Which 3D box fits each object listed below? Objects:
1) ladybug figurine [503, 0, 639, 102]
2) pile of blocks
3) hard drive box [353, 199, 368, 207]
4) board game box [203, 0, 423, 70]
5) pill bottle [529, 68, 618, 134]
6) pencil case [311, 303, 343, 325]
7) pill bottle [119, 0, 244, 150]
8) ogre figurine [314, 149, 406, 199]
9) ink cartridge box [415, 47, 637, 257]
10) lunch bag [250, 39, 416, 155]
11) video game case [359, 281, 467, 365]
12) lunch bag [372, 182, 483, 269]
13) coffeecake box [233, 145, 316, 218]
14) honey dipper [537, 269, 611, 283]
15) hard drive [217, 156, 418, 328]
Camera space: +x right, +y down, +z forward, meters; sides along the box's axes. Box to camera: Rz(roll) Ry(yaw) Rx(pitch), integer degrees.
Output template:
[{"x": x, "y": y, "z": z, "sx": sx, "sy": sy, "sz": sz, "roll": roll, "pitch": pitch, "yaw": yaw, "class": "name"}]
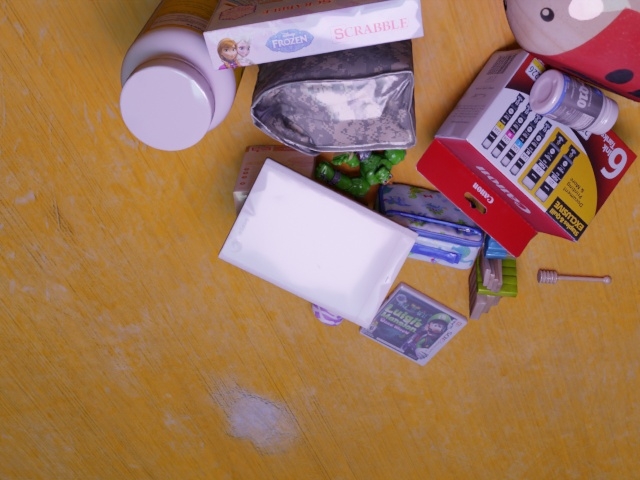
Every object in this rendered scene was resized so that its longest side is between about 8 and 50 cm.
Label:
[{"x": 0.464, "y": -0.331, "z": 1.241, "sx": 0.449, "sy": 0.305, "sz": 0.162, "roll": 14, "pitch": 105, "yaw": -29, "class": "ladybug figurine"}, {"x": 0.389, "y": 0.014, "z": 1.603, "sx": 0.112, "sy": 0.149, "sz": 0.362, "roll": 4, "pitch": 125, "yaw": 1, "class": "pile of blocks"}, {"x": 0.000, "y": 0.000, "z": 1.569, "sx": 0.181, "sy": 0.232, "sz": 0.089, "roll": 14, "pitch": 125, "yaw": -7, "class": "hard drive box"}, {"x": -0.003, "y": -0.386, "z": 1.247, "sx": 0.318, "sy": 0.318, "sz": 0.066, "roll": -7, "pitch": 125, "yaw": 9, "class": "board game box"}, {"x": 0.431, "y": -0.231, "z": 1.324, "sx": 0.137, "sy": 0.078, "sz": 0.078, "roll": 16, "pitch": 125, "yaw": -22, "class": "pill bottle"}, {"x": 0.057, "y": 0.100, "z": 1.728, "sx": 0.088, "sy": 0.086, "sz": 0.206, "roll": -1, "pitch": 136, "yaw": -38, "class": "pencil case"}, {"x": -0.226, "y": -0.292, "z": 1.317, "sx": 0.187, "sy": 0.334, "sz": 0.188, "roll": 2, "pitch": 125, "yaw": 3, "class": "pill bottle"}, {"x": 0.094, "y": -0.164, "z": 1.532, "sx": 0.096, "sy": 0.197, "sz": 0.118, "roll": 16, "pitch": 155, "yaw": 50, "class": "ogre figurine"}, {"x": 0.375, "y": -0.145, "z": 1.431, "sx": 0.309, "sy": 0.130, "sz": 0.272, "roll": 37, "pitch": 86, "yaw": -21, "class": "ink cartridge box"}, {"x": 0.022, "y": -0.270, "z": 1.375, "sx": 0.286, "sy": 0.235, "sz": 0.169, "roll": -3, "pitch": 128, "yaw": 6, "class": "lunch bag"}, {"x": 0.215, "y": 0.199, "z": 1.822, "sx": 0.190, "sy": 0.022, "sz": 0.173, "roll": 29, "pitch": 122, "yaw": -16, "class": "video game case"}, {"x": 0.214, "y": -0.030, "z": 1.568, "sx": 0.218, "sy": 0.176, "sz": 0.090, "roll": 13, "pitch": 125, "yaw": -4, "class": "lunch bag"}, {"x": -0.084, "y": -0.115, "z": 1.522, "sx": 0.142, "sy": 0.185, "sz": 0.068, "roll": 0, "pitch": 124, "yaw": 4, "class": "coffeecake box"}, {"x": 0.559, "y": 0.084, "z": 1.714, "sx": 0.160, "sy": 0.030, "sz": 0.031, "roll": 4, "pitch": 125, "yaw": -1, "class": "honey dipper"}, {"x": -0.004, "y": 0.007, "z": 1.424, "sx": 0.307, "sy": 0.040, "sz": 0.203, "roll": 26, "pitch": 100, "yaw": -8, "class": "hard drive"}]
